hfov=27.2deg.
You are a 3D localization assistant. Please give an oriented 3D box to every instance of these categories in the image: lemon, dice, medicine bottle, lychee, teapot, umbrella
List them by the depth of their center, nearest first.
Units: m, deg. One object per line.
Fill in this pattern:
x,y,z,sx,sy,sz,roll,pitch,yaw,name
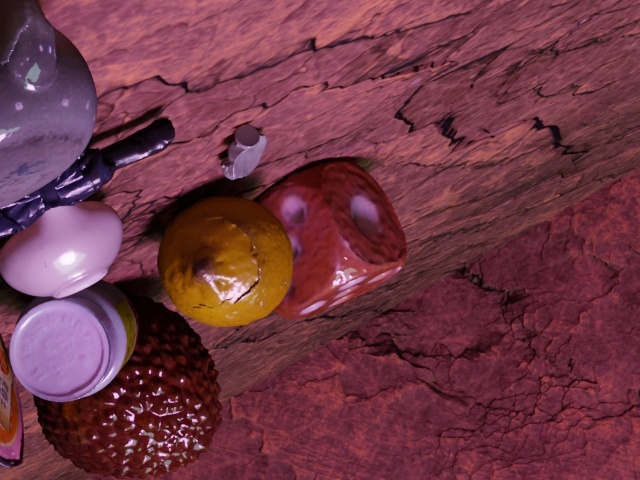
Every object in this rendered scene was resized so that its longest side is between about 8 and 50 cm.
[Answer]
-0.269,-0.100,1.005,0.193,0.129,0.294,-17,165,-42,teapot
-0.257,-0.056,1.327,0.248,0.071,0.071,-23,166,-19,umbrella
-0.292,0.014,1.491,0.145,0.092,0.226,-22,169,-25,teapot
-0.306,0.122,1.646,0.139,0.139,0.225,-29,-177,0,medicine bottle
-0.119,0.028,1.709,0.180,0.180,0.193,-34,145,23,lemon
0.000,0.000,1.871,0.179,0.174,0.175,-32,169,35,dice
-0.280,0.213,1.897,0.276,0.304,0.276,-45,147,-40,lychee

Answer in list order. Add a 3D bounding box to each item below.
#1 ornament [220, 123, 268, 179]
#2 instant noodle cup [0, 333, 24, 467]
-0.092,-0.101,1.561,0.092,0.041,0.068,-53,178,36,ornament
-0.483,0.175,1.451,0.255,0.244,0.244,-19,167,1,instant noodle cup
